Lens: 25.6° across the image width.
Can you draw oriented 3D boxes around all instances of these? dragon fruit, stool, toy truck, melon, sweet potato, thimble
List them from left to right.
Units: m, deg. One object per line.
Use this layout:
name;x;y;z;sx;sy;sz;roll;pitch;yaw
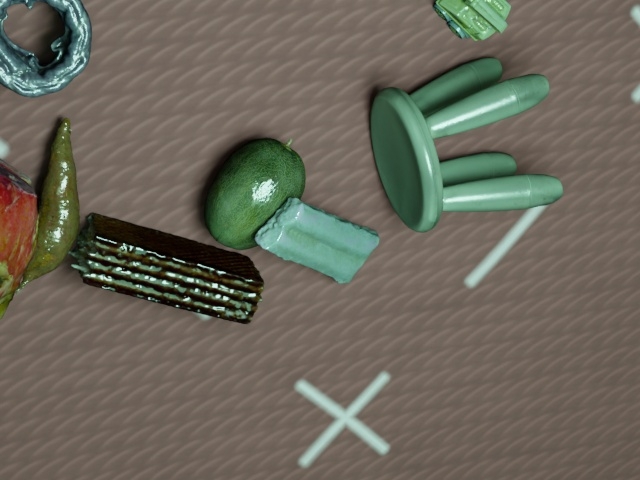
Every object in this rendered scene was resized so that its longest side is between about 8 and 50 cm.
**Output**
dragon fruit;-0.480;0.019;1.689;0.250;0.269;0.291;36;91;-12
thimble;-0.352;-0.253;1.720;0.150;0.098;0.150;-4;107;-15
sweet potato;-0.335;-0.045;1.810;0.068;0.068;0.226;13;96;-19
melon;-0.084;-0.065;1.844;0.114;0.114;0.167;30;100;-21
toy truck;0.181;-0.333;1.841;0.077;0.100;0.169;-42;113;-2
stool;0.187;-0.129;1.862;0.199;0.195;0.195;-18;110;-15

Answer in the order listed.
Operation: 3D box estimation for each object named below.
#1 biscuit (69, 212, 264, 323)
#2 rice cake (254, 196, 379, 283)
biscuit;-0.203;0.037;1.846;0.252;0.106;0.070;16;104;-18
rice cake;0.000;0.000;1.867;0.085;0.040;0.226;-55;147;8
